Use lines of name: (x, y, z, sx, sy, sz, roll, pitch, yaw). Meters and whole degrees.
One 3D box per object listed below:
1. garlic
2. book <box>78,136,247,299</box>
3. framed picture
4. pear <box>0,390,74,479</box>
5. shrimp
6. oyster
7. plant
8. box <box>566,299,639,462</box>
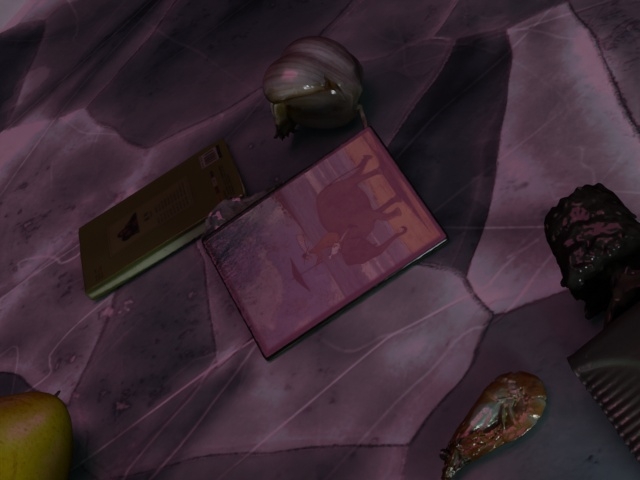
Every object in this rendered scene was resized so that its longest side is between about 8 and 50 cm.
garlic: (-0.006, -0.236, 2.088, 0.207, 0.207, 0.256, -28, 73, 11)
book: (-0.305, -0.048, 2.186, 0.352, 0.035, 0.239, -32, 36, 7)
framed picture: (0.000, 0.000, 1.840, 0.347, 0.016, 0.265, -33, 59, 5)
pear: (-0.522, 0.360, 1.743, 0.285, 0.284, 0.336, -20, 26, 21)
shrimp: (0.215, 0.237, 1.473, 0.184, 0.043, 0.091, -42, 41, -8)
oyster: (-0.094, -0.035, 1.963, 0.252, 0.087, 0.199, -34, 41, 9)
plant: (0.378, 0.030, 1.490, 0.143, 0.131, 0.203, -24, 49, 8)
box: (0.420, 0.179, 1.313, 0.178, 0.138, 0.274, -37, 34, 9)
